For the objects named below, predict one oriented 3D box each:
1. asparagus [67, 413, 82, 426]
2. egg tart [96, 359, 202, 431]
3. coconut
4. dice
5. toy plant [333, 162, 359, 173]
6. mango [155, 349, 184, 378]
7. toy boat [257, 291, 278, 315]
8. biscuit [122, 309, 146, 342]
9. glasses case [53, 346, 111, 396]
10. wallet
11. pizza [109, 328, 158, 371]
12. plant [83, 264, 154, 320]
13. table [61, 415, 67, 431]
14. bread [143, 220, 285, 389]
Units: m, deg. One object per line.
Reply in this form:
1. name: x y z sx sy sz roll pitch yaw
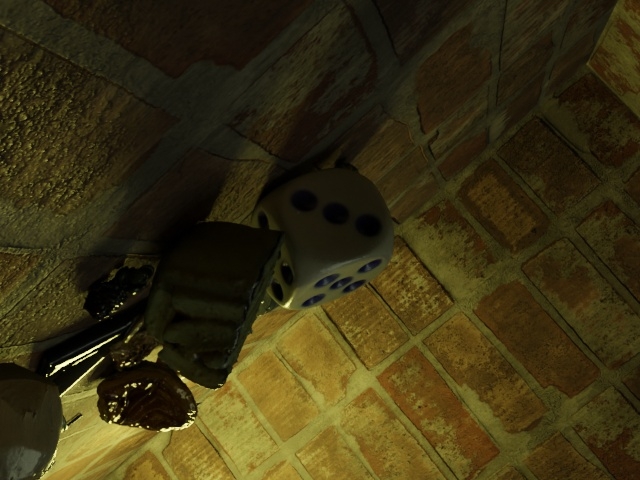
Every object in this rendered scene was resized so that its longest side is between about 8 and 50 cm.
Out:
1. asparagus: -0.876 0.640 2.228 0.163 0.016 0.016 -36 -165 -16
2. egg tart: -0.547 0.496 2.125 0.351 0.339 0.153 92 3 -47
3. coconut: -0.645 0.366 1.335 0.245 0.247 0.245 -6 160 -2
4. dice: 0.000 0.000 1.760 0.304 0.277 0.304 -19 163 -25
5. toy plant: 0.072 -0.170 1.926 0.093 0.093 0.162 -37 168 -12
6. mango: -0.422 0.365 2.296 0.359 0.144 0.187 -36 171 -34
7. toy boat: -0.187 0.177 2.360 0.078 0.127 0.283 -26 165 -29
8. biscuit: -0.473 0.211 1.743 0.152 0.020 0.152 -50 -174 8
9. glasses case: -0.650 0.351 1.772 0.190 0.042 0.072 -41 177 7
10. wallet: -0.583 0.266 1.645 0.250 0.044 0.149 -30 169 -43
11. pizza: -0.543 0.324 1.937 0.147 0.069 0.226 -33 167 -22
12. plant: -0.437 0.106 1.421 0.174 0.087 0.085 -35 -161 3
13. table: -0.777 0.491 1.679 0.220 0.126 0.126 -29 165 -39
14. bread: -0.261 0.111 1.522 0.239 0.264 0.395 -56 169 -57
